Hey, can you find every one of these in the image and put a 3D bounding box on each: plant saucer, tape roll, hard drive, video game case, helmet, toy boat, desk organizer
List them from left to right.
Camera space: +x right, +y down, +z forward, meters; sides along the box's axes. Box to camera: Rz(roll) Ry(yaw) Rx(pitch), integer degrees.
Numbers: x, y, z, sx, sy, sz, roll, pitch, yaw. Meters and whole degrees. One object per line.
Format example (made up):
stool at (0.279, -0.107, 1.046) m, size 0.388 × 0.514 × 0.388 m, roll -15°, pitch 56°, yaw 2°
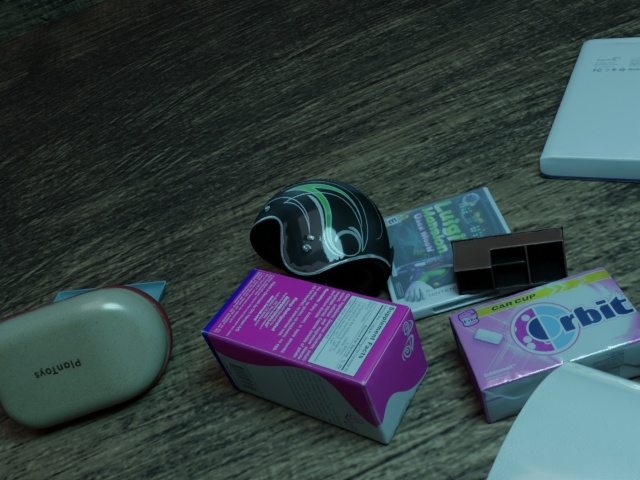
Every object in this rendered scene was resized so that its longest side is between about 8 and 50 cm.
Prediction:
toy boat at (-0.306, 0.139, 0.895) m, size 0.231 × 0.151 × 0.151 m, roll -18°, pitch 10°, yaw 4°
plant saucer at (-0.323, 0.098, 1.021) m, size 0.192 × 0.018 × 0.067 m, roll -6°, pitch 41°, yaw 17°
helmet at (0.000, 0.000, 0.876) m, size 0.169 × 0.169 × 0.162 m, roll -23°, pitch 56°, yaw -2°
video game case at (0.165, 0.014, 0.896) m, size 0.173 × 0.022 × 0.190 m, roll -17°, pitch 39°, yaw 5°
desk organizer at (0.223, 0.025, 0.806) m, size 0.130 × 0.047 × 0.050 m, roll -8°, pitch 44°, yaw 16°
hard drive at (0.463, -0.200, 0.993) m, size 0.210 × 0.040 × 0.319 m, roll 6°, pitch 46°, yaw 30°
tape roll at (0.216, 0.224, 0.459) m, size 0.169 × 0.246 × 0.246 m, roll 14°, pitch 51°, yaw 37°

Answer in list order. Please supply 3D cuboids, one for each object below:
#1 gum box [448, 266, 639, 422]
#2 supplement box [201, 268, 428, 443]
gum box at (0.246, 0.106, 0.721) m, size 0.188 × 0.062 × 0.107 m, roll -18°, pitch 40°, yaw 4°
supplement box at (-0.006, 0.125, 0.774) m, size 0.220 × 0.111 × 0.114 m, roll 13°, pitch 49°, yaw 34°
